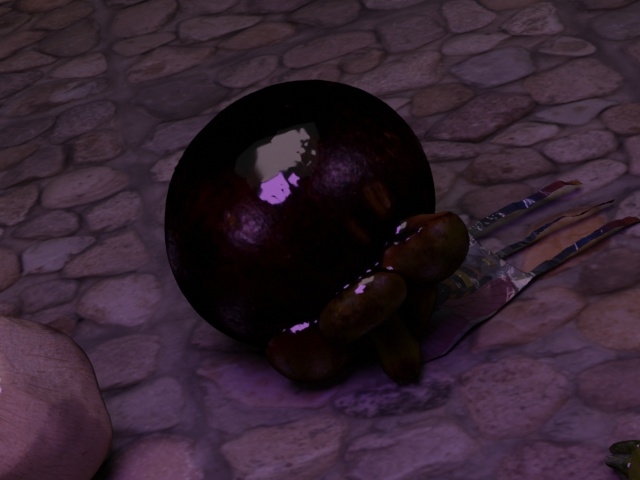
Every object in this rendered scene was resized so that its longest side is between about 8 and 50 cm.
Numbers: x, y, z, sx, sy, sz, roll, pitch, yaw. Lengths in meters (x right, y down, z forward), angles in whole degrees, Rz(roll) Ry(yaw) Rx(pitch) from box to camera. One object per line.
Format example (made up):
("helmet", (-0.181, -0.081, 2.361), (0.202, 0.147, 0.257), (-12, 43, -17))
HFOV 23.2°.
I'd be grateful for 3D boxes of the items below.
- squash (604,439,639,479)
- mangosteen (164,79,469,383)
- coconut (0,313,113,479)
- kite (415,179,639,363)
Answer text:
("squash", (0.310, 0.204, 1.390), (0.105, 0.105, 0.132), (-20, 13, -8))
("mangosteen", (0.000, 0.000, 1.653), (0.307, 0.307, 0.347), (-30, 65, -24))
("coconut", (-0.315, 0.175, 1.579), (0.224, 0.224, 0.224), (-11, 31, 7))
("kite", (0.185, 0.024, 1.776), (0.360, 0.022, 0.204), (-29, 34, -20))
